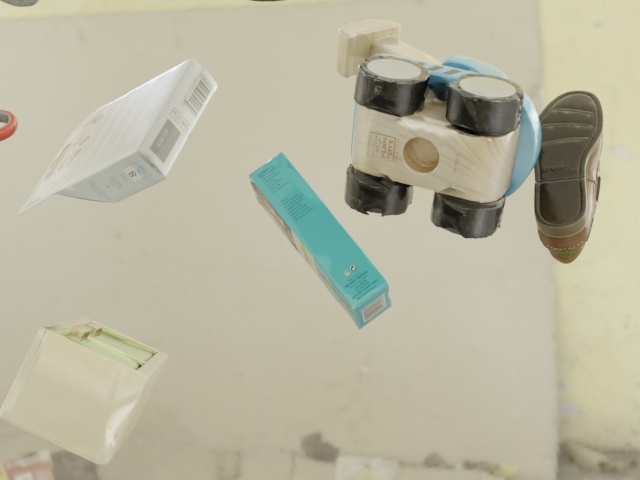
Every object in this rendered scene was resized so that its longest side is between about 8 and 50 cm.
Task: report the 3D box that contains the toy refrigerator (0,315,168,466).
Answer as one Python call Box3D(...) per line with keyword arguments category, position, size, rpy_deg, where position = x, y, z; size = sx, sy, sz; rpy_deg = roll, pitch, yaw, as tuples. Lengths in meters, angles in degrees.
Box3D(category="toy refrigerator", position=(-0.212, 0.130, 1.098), size=(0.102, 0.094, 0.269), rpy_deg=(26, -3, -2))

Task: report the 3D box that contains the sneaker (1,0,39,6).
Box3D(category="sneaker", position=(-0.604, -0.504, 2.041), size=(0.105, 0.281, 0.115), rpy_deg=(-46, 33, 6))

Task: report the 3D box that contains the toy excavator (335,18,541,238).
Box3D(category="toy excavator", position=(0.163, -0.220, 1.860), size=(0.433, 0.222, 0.445), rpy_deg=(16, 29, 21))

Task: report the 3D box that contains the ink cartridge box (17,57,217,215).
Box3D(category="ink cartridge box", position=(-0.412, -0.185, 2.364), size=(0.385, 0.091, 0.308), rpy_deg=(-23, 32, 36))

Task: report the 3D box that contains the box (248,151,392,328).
Box3D(category="box", position=(0.000, 0.000, 1.589), size=(0.060, 0.100, 0.244), rpy_deg=(-36, 70, -8))

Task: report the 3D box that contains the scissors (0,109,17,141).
Box3D(category="scissors", position=(-0.494, -0.119, 1.311), size=(0.297, 0.021, 0.109), rpy_deg=(-17, 49, -30))

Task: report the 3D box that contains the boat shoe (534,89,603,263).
Box3D(category="boat shoe", position=(0.385, -0.102, 1.831), size=(0.111, 0.104, 0.307), rpy_deg=(3, 51, 22))
